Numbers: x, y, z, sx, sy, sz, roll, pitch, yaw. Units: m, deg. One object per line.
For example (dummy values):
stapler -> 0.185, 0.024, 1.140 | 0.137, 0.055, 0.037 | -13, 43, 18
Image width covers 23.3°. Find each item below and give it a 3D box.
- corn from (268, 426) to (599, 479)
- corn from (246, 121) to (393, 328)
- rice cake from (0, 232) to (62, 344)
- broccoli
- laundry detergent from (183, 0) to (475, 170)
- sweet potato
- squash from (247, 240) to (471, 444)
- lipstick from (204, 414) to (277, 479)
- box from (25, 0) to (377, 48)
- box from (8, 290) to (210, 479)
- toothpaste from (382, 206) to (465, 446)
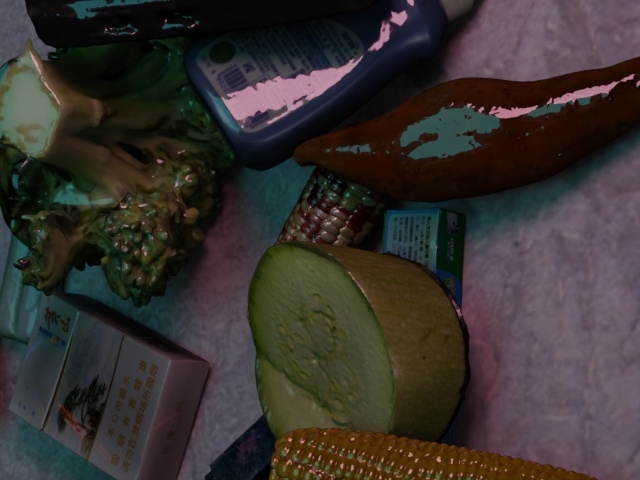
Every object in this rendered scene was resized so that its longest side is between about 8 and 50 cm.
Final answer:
corn -> 0.107, 0.217, 1.295 | 0.305, 0.106, 0.106 | 14, 91, 7
corn -> 0.000, 0.000, 1.519 | 0.086, 0.086, 0.253 | 44, 111, 36
rice cake -> -0.332, 0.011, 1.824 | 0.085, 0.040, 0.226 | 8, 88, 41
broccoli -> -0.216, -0.112, 1.610 | 0.277, 0.317, 0.338 | 26, 127, 14
laundry detergent -> 0.020, -0.190, 1.475 | 0.289, 0.094, 0.143 | -30, 65, -4
sweet potato -> 0.146, -0.094, 1.394 | 0.359, 0.112, 0.112 | -7, 77, 17
squash -> 0.017, 0.112, 1.395 | 0.220, 0.133, 0.220 | -2, 86, 40
lipstick -> -0.124, 0.284, 1.594 | 0.312, 0.051, 0.051 | -45, 55, 27
box -> -0.089, -0.323, 1.497 | 0.350, 0.091, 0.359 | -4, 44, 17
box -> -0.235, 0.160, 1.699 | 0.233, 0.067, 0.150 | 23, 96, 41
toothpaste -> 0.092, 0.105, 1.444 | 0.065, 0.050, 0.267 | -3, 80, 41
